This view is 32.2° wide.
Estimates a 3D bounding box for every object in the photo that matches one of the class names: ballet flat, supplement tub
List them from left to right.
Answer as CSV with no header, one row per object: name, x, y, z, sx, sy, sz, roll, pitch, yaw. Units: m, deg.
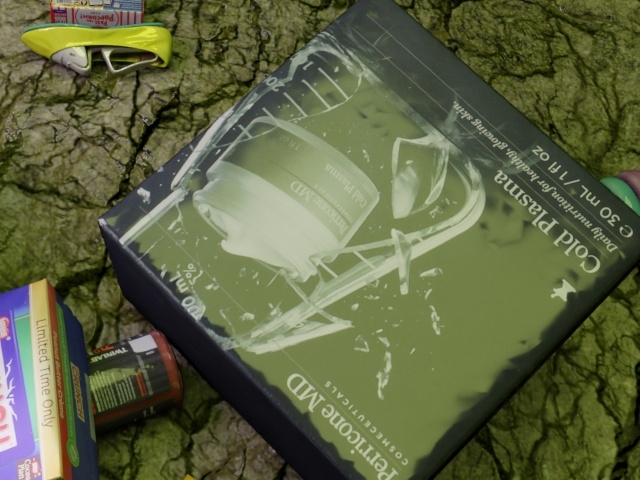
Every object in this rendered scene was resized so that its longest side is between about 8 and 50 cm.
ballet flat,-0.340,-0.292,1.705,0.231,0.077,0.077,-4,77,-16
supplement tub,-0.279,0.190,1.402,0.198,0.106,0.106,-18,64,-21

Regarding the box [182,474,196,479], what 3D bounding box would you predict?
box,-0.134,0.362,1.372,0.136,0.028,0.081,31,58,11

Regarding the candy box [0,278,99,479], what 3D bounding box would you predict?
candy box,-0.426,0.223,1.265,0.317,0.122,0.268,-18,52,2

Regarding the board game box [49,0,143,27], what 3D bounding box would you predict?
board game box,-0.358,-0.432,1.798,0.146,0.045,0.193,2,59,-9

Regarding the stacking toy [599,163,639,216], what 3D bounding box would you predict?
stacking toy,0.371,-0.012,1.646,0.330,0.141,0.141,-16,63,-13

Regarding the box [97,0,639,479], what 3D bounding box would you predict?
box,0.063,0.033,1.399,0.480,0.297,0.472,43,74,12
